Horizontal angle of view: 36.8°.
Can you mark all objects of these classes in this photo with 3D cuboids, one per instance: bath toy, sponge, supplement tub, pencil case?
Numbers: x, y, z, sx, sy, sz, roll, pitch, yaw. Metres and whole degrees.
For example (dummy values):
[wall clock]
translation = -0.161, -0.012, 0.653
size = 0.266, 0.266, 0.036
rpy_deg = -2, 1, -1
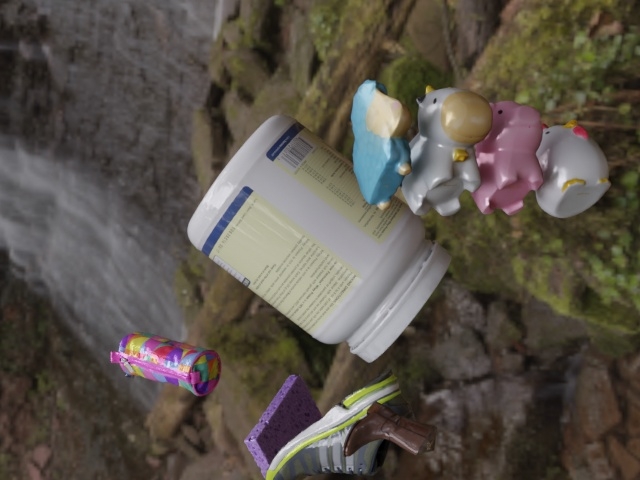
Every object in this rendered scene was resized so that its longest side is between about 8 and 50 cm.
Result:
[bath toy]
translation = 0.202, -0.112, 1.156
size = 0.151, 0.348, 0.129
rpy_deg = -54, 43, 41
[sponge]
translation = -0.071, 0.379, 1.939
size = 0.117, 0.031, 0.210
rpy_deg = 63, -145, -19
[supplement tub]
translation = 0.000, 0.000, 1.383
size = 0.235, 0.325, 0.235
rpy_deg = -52, 1, 1
[pencil case]
translation = -0.316, 0.252, 1.984
size = 0.236, 0.104, 0.104
rpy_deg = 6, 94, 35

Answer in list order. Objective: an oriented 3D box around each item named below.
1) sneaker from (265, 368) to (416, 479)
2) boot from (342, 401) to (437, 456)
[sneaker]
translation = 0.031, 0.336, 1.534
size = 0.300, 0.111, 0.121
rpy_deg = -43, 75, 24
[boot]
translation = 0.102, 0.292, 1.395
size = 0.106, 0.114, 0.037
rpy_deg = -50, -34, -28
